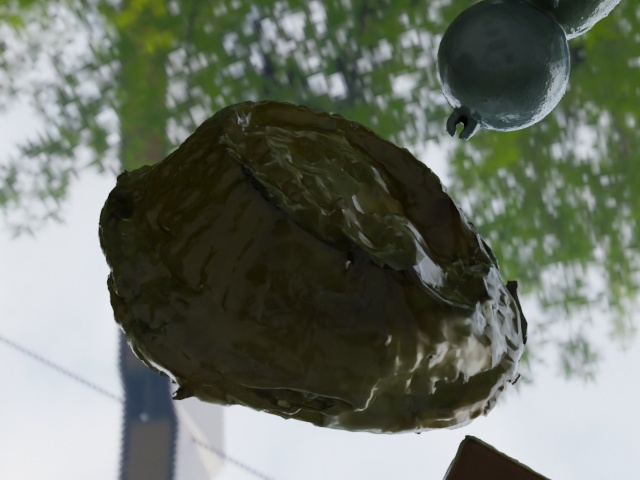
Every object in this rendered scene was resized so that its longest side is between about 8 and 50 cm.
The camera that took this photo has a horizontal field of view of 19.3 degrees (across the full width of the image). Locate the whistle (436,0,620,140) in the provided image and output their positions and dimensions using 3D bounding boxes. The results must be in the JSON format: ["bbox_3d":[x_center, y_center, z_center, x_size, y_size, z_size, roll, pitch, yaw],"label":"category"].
[{"bbox_3d":[0.062,-0.067,0.489,0.035,0.035,0.100,28,-102,29],"label":"whistle"}]

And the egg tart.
[{"bbox_3d":[0.000,0.000,0.927,0.232,0.098,0.252,23,-150,9],"label":"egg tart"}]

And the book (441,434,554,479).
[{"bbox_3d":[0.156,0.276,0.715,0.374,0.028,0.262,29,-100,-2],"label":"book"}]
